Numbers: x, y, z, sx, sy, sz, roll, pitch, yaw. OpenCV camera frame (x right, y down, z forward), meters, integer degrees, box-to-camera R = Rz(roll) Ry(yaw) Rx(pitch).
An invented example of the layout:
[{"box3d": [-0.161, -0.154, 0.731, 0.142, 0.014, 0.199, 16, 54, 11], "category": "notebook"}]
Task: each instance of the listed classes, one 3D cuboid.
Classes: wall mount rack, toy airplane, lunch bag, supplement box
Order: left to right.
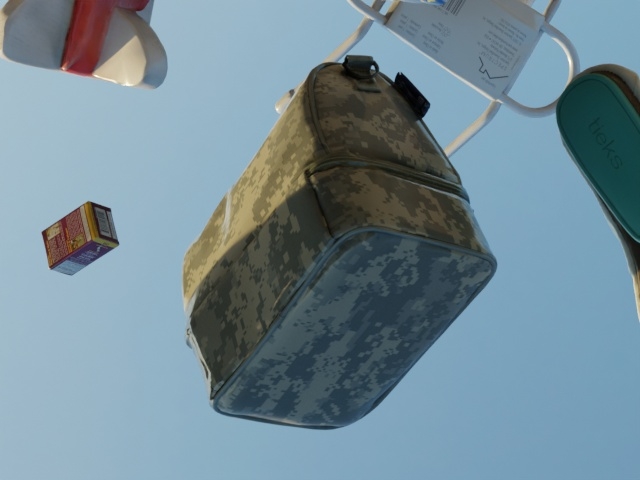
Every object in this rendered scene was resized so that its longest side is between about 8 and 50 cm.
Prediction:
[{"box3d": [-0.288, -0.002, 2.311, 0.083, 0.043, 0.055, -30, -119, 27], "category": "supplement box"}, {"box3d": [-0.185, -0.321, 1.637, 0.386, 0.272, 0.384, -29, -132, 23], "category": "toy airplane"}, {"box3d": [0.000, 0.000, 1.902, 0.305, 0.213, 0.256, -52, -135, 33], "category": "lunch bag"}, {"box3d": [0.125, -0.225, 2.322, 0.304, 0.350, 0.130, -59, -158, 0], "category": "wall mount rack"}]

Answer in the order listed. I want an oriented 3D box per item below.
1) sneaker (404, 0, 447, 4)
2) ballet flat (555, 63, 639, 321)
[{"box3d": [0.134, -0.302, 1.917, 0.081, 0.080, 0.211, 22, -121, 28], "category": "sneaker"}, {"box3d": [0.345, 0.014, 1.761, 0.139, 0.400, 0.139, -20, 161, -7], "category": "ballet flat"}]
